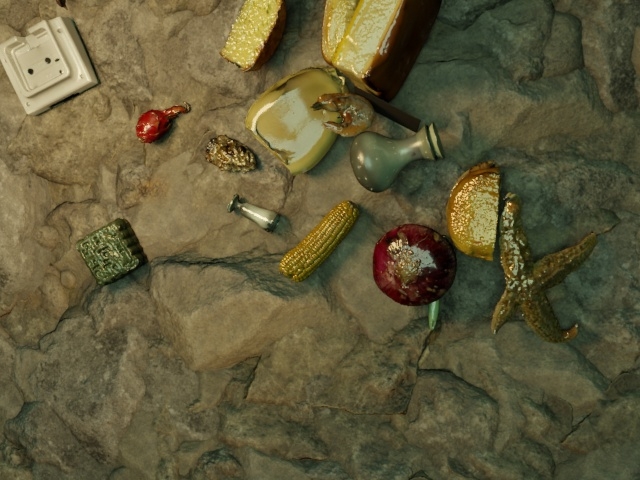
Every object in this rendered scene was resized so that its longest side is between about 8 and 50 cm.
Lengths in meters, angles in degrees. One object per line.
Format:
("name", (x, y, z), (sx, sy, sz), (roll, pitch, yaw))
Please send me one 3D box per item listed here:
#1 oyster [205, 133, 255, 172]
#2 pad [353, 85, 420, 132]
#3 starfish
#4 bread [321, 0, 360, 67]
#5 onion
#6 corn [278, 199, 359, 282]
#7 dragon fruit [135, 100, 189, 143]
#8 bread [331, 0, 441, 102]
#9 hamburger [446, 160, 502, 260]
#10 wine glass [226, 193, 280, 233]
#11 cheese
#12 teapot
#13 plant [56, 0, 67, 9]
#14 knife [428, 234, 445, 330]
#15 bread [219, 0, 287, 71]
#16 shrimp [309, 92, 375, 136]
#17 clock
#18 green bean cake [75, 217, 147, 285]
("oyster", (-0.278, -0.260, 1.965), (0.177, 0.056, 0.105), (33, 93, 10))
("pad", (0.189, -0.375, 1.818), (0.211, 0.143, 0.003), (29, 88, 5))
("starfish", (0.628, 0.089, 1.778), (0.323, 0.082, 0.432), (4, 101, -8))
("bread", (0.061, -0.614, 1.815), (0.106, 0.140, 0.237), (6, 97, 7))
("onion", (0.273, 0.067, 1.828), (0.246, 0.190, 0.246), (8, 113, 20))
("corn", (0.003, 0.004, 1.916), (0.313, 0.102, 0.102), (-45, 87, 12))
("dragon fruit", (-0.499, -0.379, 1.985), (0.190, 0.094, 0.094), (-39, 88, -9))
("bread", (0.187, -0.558, 1.708), (0.143, 0.323, 0.333), (30, 102, 14))
("hamburger", (0.436, -0.087, 1.805), (0.156, 0.144, 0.283), (5, 97, 21))
("wine glass", (-0.207, -0.083, 1.962), (0.155, 0.072, 0.072), (26, 100, 8))
("cheese", (-0.052, -0.378, 1.875), (0.259, 0.128, 0.316), (41, 99, -7))
("teapot", (0.216, -0.246, 1.795), (0.250, 0.183, 0.184), (-17, 93, 19))
("plant", (-0.803, -0.875, 1.929), (0.204, 0.178, 0.234), (-38, 83, 11))
("knife", (0.353, 0.128, 1.904), (0.043, 0.020, 0.293), (4, 96, 12))
("bread", (-0.179, -0.613, 1.865), (0.129, 0.134, 0.260), (31, 96, 17))
("shrimp", (0.062, -0.360, 1.783), (0.187, 0.052, 0.133), (5, 65, -4))
("clock", (-0.874, -0.554, 2.012), (0.262, 0.116, 0.231), (-22, 92, 13))
("green bean cake", (-0.680, 0.039, 2.050), (0.173, 0.094, 0.181), (-27, 92, 12))
